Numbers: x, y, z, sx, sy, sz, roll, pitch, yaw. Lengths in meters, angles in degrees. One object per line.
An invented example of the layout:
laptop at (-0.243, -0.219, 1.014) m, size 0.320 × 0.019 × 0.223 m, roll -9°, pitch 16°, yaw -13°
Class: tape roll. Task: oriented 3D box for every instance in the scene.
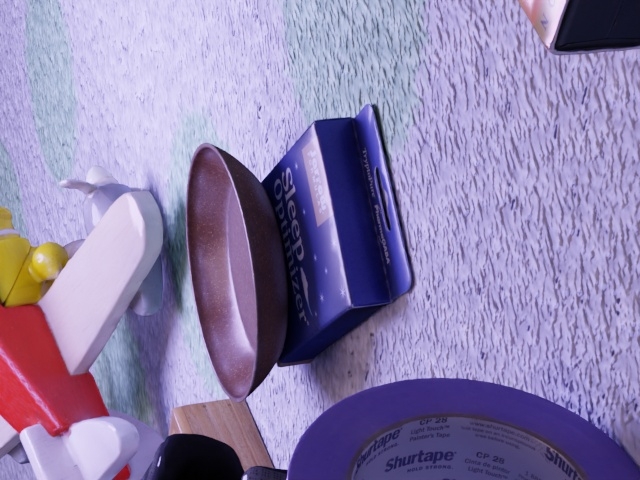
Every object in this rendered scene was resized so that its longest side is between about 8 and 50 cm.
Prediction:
tape roll at (0.072, 0.159, 0.875) m, size 0.189 × 0.189 × 0.080 m, roll -121°, pitch 30°, yaw -48°

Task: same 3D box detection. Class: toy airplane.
toy airplane at (-0.281, 0.096, 1.789) m, size 0.386 × 0.272 × 0.384 m, roll 7°, pitch 119°, yaw 32°

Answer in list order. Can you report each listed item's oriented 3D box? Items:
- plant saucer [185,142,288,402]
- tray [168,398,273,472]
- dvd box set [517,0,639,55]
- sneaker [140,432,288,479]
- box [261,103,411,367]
plant saucer at (-0.061, 0.022, 1.314) m, size 0.198 × 0.036 × 0.199 m, roll 173°, pitch 90°, yaw -73°
tray at (-0.047, 0.348, 1.427) m, size 0.411 × 0.076 × 0.203 m, roll -116°, pitch 28°, yaw -44°
dvd box set at (0.096, -0.340, 0.834) m, size 0.308 × 0.062 × 0.420 m, roll 104°, pitch 151°, yaw -44°
sneaker at (-0.023, 0.265, 1.161) m, size 0.483 × 0.185 × 0.202 m, roll 27°, pitch 100°, yaw 51°
box at (0.000, 0.000, 1.243) m, size 0.225 × 0.036 × 0.136 m, roll 138°, pitch 123°, yaw -65°
